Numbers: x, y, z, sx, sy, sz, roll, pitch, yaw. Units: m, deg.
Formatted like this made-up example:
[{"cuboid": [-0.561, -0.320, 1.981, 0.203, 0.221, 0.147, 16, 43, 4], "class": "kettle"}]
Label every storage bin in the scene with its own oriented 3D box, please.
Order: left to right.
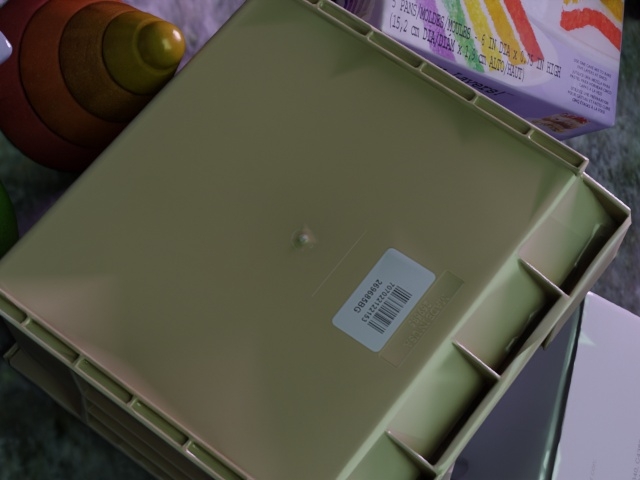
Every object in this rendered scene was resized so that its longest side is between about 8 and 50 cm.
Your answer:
[{"cuboid": [-0.007, 0.023, 0.734, 0.260, 0.123, 0.262, 35, 69, 16], "class": "storage bin"}]

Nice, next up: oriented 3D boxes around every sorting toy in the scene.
[{"cuboid": [-0.186, -0.022, 0.713, 0.127, 0.126, 0.365, 51, 58, -22], "class": "sorting toy"}]

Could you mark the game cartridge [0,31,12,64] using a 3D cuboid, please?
[{"cuboid": [-0.322, -0.085, 0.635, 0.294, 0.060, 0.196, -44, 103, -29], "class": "game cartridge"}]

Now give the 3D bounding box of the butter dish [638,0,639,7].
[{"cuboid": [0.326, -0.281, 1.101, 0.160, 0.118, 0.159, 44, 51, -73], "class": "butter dish"}]

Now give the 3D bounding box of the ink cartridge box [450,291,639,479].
[{"cuboid": [0.183, 0.171, 0.932, 0.270, 0.198, 0.197, 25, 72, -34], "class": "ink cartridge box"}]

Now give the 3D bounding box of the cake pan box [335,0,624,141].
[{"cuboid": [0.130, -0.231, 1.013, 0.267, 0.070, 0.245, 17, 73, -35], "class": "cake pan box"}]
